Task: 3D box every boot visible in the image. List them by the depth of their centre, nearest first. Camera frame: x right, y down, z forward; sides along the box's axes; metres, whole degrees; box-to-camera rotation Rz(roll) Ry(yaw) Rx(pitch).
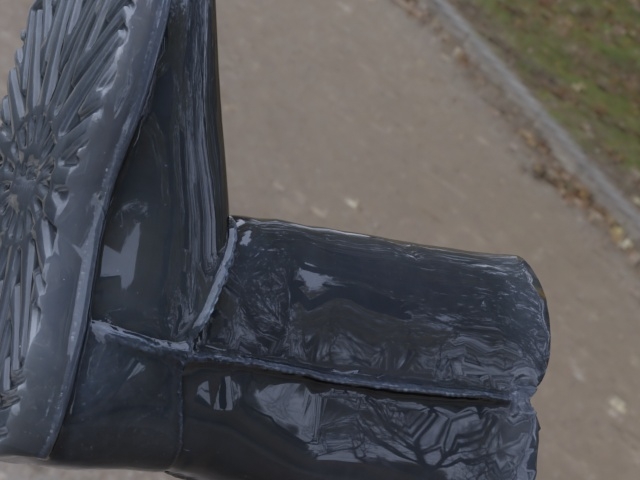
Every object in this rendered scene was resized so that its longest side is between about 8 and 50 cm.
[{"bbox_3d":[-0.001,0.002,0.963,0.445,0.367,0.146,14,3,-35],"label":"boot"}]
